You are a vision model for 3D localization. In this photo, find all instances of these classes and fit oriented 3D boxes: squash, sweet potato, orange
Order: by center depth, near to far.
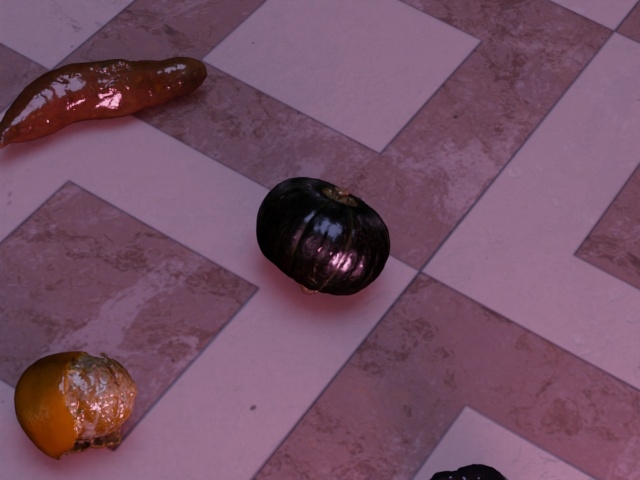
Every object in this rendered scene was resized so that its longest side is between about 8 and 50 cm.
[{"bbox_3d":[-0.302,0.203,1.947,0.157,0.156,0.134,-3,90,-11],"label":"orange"},{"bbox_3d":[0.001,-0.005,2.158,0.193,0.156,0.193,41,19,-17],"label":"squash"},{"bbox_3d":[-0.340,-0.224,2.347,0.355,0.095,0.106,-21,51,-26],"label":"sweet potato"}]

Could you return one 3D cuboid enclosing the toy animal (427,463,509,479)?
[{"bbox_3d":[0.225,0.373,1.911,0.121,0.094,0.225,-17,52,-33],"label":"toy animal"}]
